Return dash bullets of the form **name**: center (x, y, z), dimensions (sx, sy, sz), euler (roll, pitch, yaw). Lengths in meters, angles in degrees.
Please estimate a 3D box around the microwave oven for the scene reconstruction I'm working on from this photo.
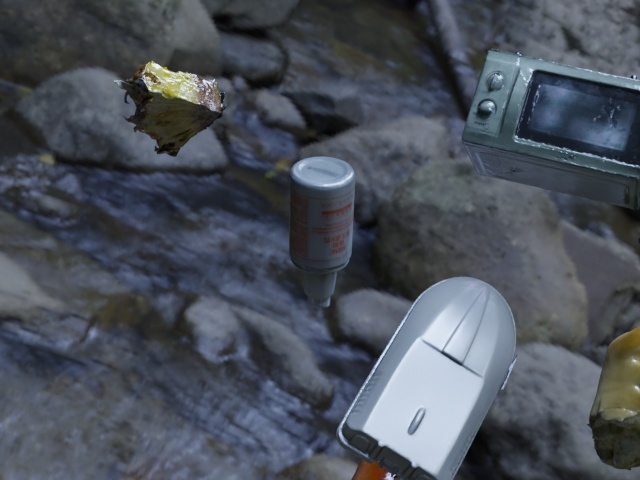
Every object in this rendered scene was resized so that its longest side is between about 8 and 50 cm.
- **microwave oven**: center (0.285, -0.132, 1.302), dimensions (0.205, 0.129, 0.163), euler (15, -6, 17)

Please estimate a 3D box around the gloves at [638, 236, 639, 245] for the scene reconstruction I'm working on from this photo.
- **gloves**: center (0.684, 0.065, 1.835), dimensions (0.357, 0.155, 0.203), euler (25, 16, -3)

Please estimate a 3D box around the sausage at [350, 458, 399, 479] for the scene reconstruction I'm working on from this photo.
- **sausage**: center (0.083, 0.361, 1.601), dimensions (0.300, 0.089, 0.083), euler (-54, 125, -44)

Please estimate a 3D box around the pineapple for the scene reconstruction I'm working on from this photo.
- **pineapple**: center (-0.165, -0.152, 1.267), dimensions (0.116, 0.137, 0.069), euler (-11, 71, 2)

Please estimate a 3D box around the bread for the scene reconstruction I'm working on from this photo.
- **bread**: center (0.643, 0.299, 2.133), dimensions (0.212, 0.315, 0.270), euler (11, 61, 23)

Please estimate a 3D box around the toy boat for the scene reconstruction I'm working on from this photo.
- **toy boat**: center (0.125, 0.159, 1.239), dimensions (0.141, 0.140, 0.269), euler (29, 42, 7)

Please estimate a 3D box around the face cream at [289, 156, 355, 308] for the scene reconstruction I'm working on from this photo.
- **face cream**: center (0.000, 0.000, 1.750), dimensions (0.101, 0.251, 0.101), euler (1, 31, -1)
